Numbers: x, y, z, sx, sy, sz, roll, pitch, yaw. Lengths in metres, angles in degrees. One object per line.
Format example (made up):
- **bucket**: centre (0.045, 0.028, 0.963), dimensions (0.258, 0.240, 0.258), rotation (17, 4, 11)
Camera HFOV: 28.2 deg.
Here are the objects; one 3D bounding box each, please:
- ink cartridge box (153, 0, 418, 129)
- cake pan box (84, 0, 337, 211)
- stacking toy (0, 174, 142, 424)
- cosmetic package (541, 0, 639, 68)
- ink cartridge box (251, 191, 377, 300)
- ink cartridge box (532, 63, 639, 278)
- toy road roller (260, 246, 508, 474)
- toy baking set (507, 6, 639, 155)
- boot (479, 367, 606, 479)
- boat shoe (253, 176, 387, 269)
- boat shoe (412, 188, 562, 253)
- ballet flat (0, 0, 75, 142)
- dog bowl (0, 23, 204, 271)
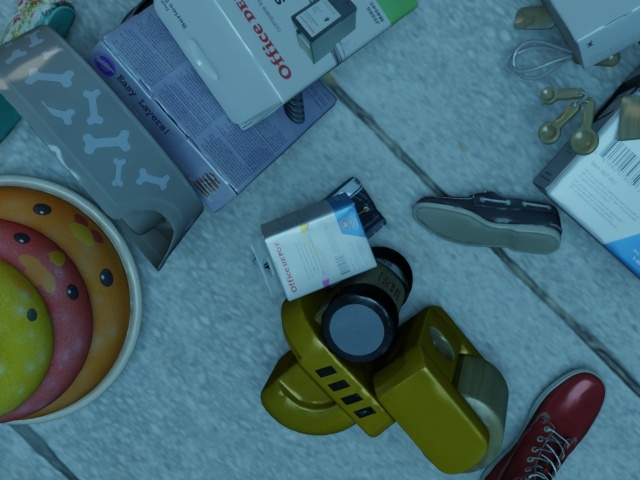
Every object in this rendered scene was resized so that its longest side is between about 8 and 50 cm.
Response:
- **ink cartridge box**: centre (-0.040, -0.296, 1.592), dimensions (0.273, 0.115, 0.198), rotation (-41, 100, -33)
- **cake pan box**: centre (-0.138, -0.207, 1.627), dimensions (0.267, 0.245, 0.070), rotation (48, 137, -8)
- **stacking toy**: centre (-0.418, 0.118, 1.552), dimensions (0.351, 0.480, 0.350), rotation (0, 100, 0)
- **cosmetic package**: centre (0.327, -0.343, 1.610), dimensions (0.117, 0.085, 0.231), rotation (-27, 64, 8)
- **ink cartridge box**: centre (-0.013, 0.009, 1.665), dimensions (0.143, 0.090, 0.092), rotation (-21, 104, -1)
- **ink cartridge box**: centre (0.471, -0.113, 1.685), dimensions (0.223, 0.129, 0.307), rotation (41, 97, -5)
- **toy road roller**: centre (0.074, 0.190, 1.714), dimensions (0.241, 0.202, 0.329), rotation (-40, 97, 21)
- **toy baking set**: centre (0.346, -0.226, 1.634), dimensions (0.197, 0.030, 0.256), rotation (-26, 64, 19)
- **boot**: centre (0.315, 0.292, 1.733), dimensions (0.088, 0.176, 0.244), rotation (36, 97, -4)
- **boat shoe**: centre (0.000, 0.000, 1.739), dimensions (0.183, 0.065, 0.083), rotation (-37, 96, 5)
- **boat shoe**: centre (0.230, -0.034, 1.747), dimensions (0.206, 0.075, 0.065), rotation (12, 57, 4)
- **ballet flat**: centre (-0.411, -0.233, 1.704), dimensions (0.077, 0.091, 0.241), rotation (36, 95, 25)
- **dog bowl**: centre (-0.281, -0.122, 1.591), dimensions (0.102, 0.349, 0.349), rotation (-42, 97, -7)
